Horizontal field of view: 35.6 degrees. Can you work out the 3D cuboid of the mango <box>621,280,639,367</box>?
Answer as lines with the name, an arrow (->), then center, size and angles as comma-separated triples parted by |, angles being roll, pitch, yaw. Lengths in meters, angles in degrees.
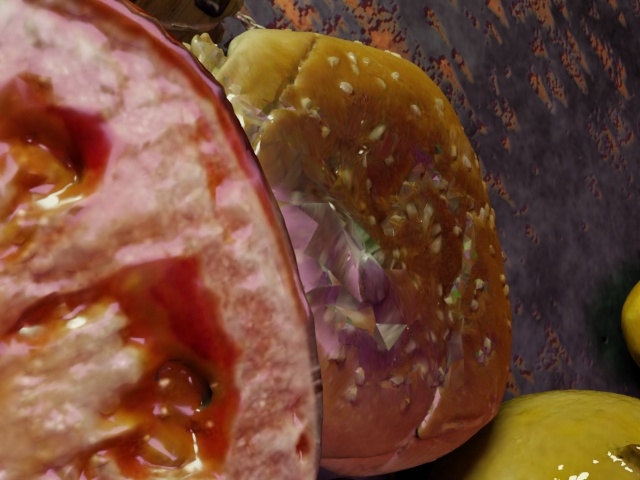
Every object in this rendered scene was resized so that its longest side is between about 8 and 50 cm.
mango -> 0.328, 0.082, 0.844 | 0.217, 0.102, 0.141 | 15, 101, -35

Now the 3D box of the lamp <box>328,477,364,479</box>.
lamp -> 0.009, 0.188, 0.574 | 0.107, 0.092, 0.107 | -16, 128, -21

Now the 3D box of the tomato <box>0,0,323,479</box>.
tomato -> -0.166, 0.051, 0.392 | 0.338, 0.143, 0.338 | -6, 105, -23

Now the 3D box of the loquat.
loquat -> 0.172, 0.205, 0.613 | 0.244, 0.244, 0.244 | 4, 84, -39

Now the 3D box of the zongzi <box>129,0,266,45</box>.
zongzi -> -0.131, -0.105, 0.522 | 0.178, 0.081, 0.189 | -43, 158, 8

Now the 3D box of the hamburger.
hamburger -> 0.000, 0.000, 0.557 | 0.286, 0.146, 0.243 | 48, 52, -24
